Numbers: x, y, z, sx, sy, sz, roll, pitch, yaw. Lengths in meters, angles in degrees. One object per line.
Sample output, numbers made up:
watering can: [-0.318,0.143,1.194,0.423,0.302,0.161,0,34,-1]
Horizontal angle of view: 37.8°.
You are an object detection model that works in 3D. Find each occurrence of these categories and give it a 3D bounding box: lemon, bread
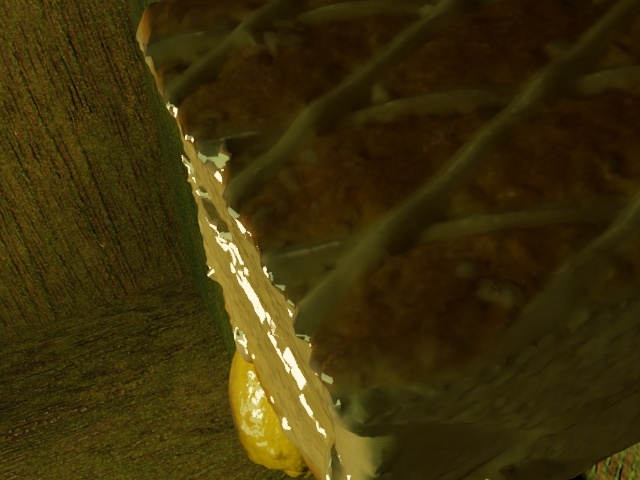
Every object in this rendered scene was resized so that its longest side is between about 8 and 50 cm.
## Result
lemon: [-0.045,0.291,1.824,0.316,0.285,0.285,-68,10,-10]
bread: [0.110,-0.034,0.650,0.371,0.390,0.279,58,169,34]
